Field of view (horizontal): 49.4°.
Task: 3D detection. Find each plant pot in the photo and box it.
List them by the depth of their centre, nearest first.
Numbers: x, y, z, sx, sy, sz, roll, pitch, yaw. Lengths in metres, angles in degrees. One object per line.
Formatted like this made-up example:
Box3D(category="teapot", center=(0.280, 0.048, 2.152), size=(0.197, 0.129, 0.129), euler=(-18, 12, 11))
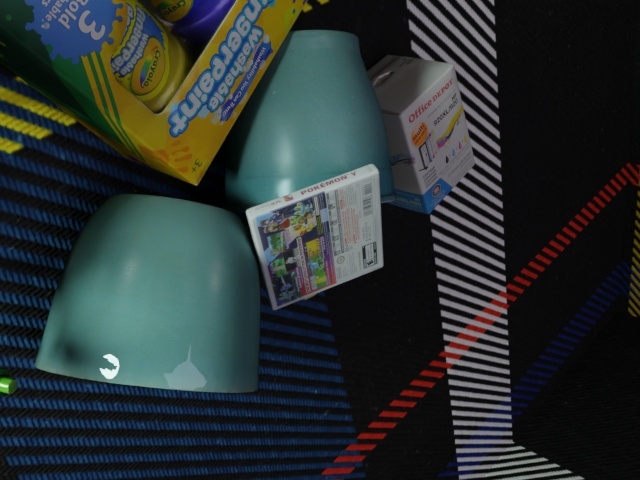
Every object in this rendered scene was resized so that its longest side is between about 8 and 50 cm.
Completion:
Box3D(category="plant pot", center=(-0.213, 0.069, 0.948), size=(0.293, 0.293, 0.235), euler=(17, 78, -50))
Box3D(category="plant pot", center=(-0.024, -0.182, 1.077), size=(0.272, 0.272, 0.255), euler=(-10, 98, -46))

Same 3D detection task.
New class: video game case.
Box3D(category="video game case", center=(0.000, 0.000, 0.972), size=(0.183, 0.023, 0.201), euler=(-21, 140, -11))

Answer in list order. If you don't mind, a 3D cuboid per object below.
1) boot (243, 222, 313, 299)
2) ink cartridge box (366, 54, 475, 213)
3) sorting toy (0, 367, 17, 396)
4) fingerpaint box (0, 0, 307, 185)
Box3D(category="boot", center=(-0.048, 0.023, 1.158), size=(0.262, 0.203, 0.095), euler=(-3, 109, -46))
Box3D(category="ink cartridge box", center=(0.164, -0.204, 1.326), size=(0.171, 0.168, 0.232), euler=(-45, 134, -25))
Box3D(category="sorting toy", center=(-0.323, -0.002, 0.595), size=(0.127, 0.126, 0.365), euler=(-55, 150, -58))
Box3D(category="fingerpaint box", center=(-0.188, -0.352, 0.844), size=(0.444, 0.163, 0.371), euler=(-61, 147, -10))
